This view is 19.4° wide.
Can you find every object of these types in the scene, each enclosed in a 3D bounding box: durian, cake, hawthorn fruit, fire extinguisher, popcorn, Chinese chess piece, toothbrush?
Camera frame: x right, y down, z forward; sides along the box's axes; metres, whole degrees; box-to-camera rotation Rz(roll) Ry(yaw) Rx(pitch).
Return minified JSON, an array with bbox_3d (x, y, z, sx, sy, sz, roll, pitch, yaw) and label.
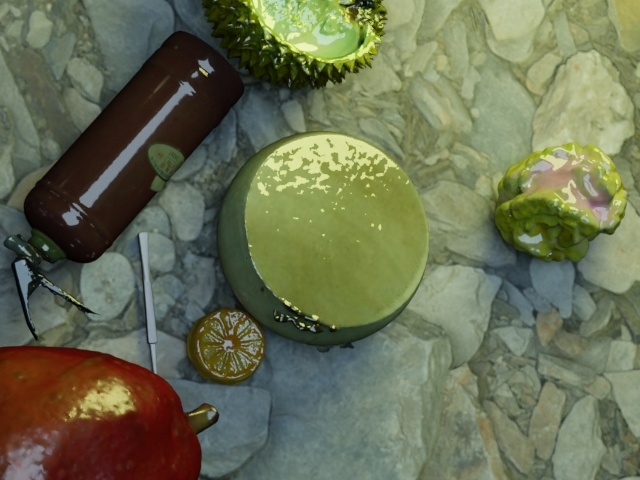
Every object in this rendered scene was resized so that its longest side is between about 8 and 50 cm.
[{"bbox_3d":[-0.028,-0.267,1.972,0.200,0.176,0.237,-18,82,-5],"label":"durian"},{"bbox_3d":[-0.098,0.112,1.976,0.084,0.044,0.084,2,82,-15],"label":"cake"},{"bbox_3d":[-0.245,0.220,1.823,0.307,0.265,0.265,-18,88,-23],"label":"hawthorn fruit"},{"bbox_3d":[-0.210,-0.051,1.939,0.138,0.102,0.344,41,76,-8],"label":"fire extinguisher"},{"bbox_3d":[0.262,-0.042,2.043,0.145,0.126,0.126,-35,77,12],"label":"popcorn"},{"bbox_3d":[0.000,0.000,1.970,0.237,0.092,0.238,7,73,-22],"label":"Chinese chess piece"},{"bbox_3d":[-0.181,0.088,1.975,0.017,0.014,0.194,-1,84,-13],"label":"toothbrush"}]
